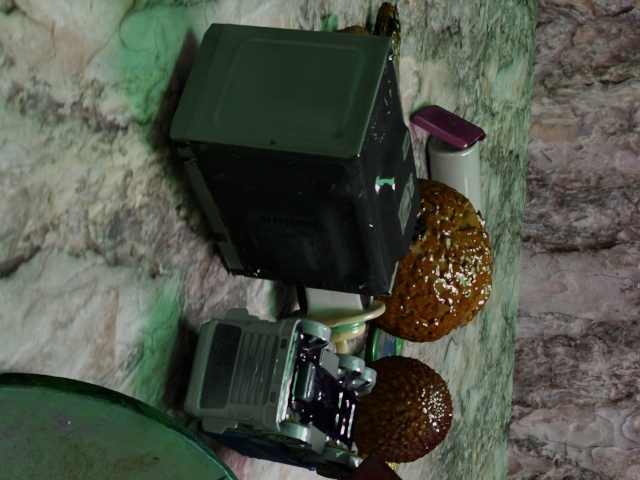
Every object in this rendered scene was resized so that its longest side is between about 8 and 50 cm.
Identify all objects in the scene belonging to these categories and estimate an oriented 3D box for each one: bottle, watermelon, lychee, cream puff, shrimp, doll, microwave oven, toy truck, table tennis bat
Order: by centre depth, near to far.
[{"bbox_3d":[-0.186,0.256,1.054,0.222,0.319,0.292,-154,-107,-73],"label":"watermelon"},{"bbox_3d":[-0.020,-0.077,1.309,0.295,0.237,0.181,73,29,-57],"label":"microwave oven"},{"bbox_3d":[-0.040,0.198,1.407,0.367,0.175,0.146,55,42,-63],"label":"toy truck"},{"bbox_3d":[0.000,0.007,1.575,0.271,0.144,0.208,76,6,-52],"label":"doll"},{"bbox_3d":[0.104,-0.257,1.903,0.145,0.061,0.267,-33,124,-78],"label":"shrimp"},{"bbox_3d":[0.136,0.281,1.950,0.194,0.194,0.194,5,90,-72],"label":"lychee"},{"bbox_3d":[0.196,0.035,2.004,0.303,0.212,0.303,0,90,-71],"label":"cream puff"},{"bbox_3d":[0.134,0.187,2.147,0.257,0.039,0.160,-35,126,-64],"label":"table tennis bat"},{"bbox_3d":[0.282,-0.107,2.401,0.104,0.104,0.245,-64,152,-47],"label":"bottle"}]

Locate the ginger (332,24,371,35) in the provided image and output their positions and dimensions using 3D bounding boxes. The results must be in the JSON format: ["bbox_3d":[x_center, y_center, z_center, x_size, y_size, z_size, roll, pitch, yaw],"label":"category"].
[{"bbox_3d":[0.043,-0.236,1.697,0.103,0.073,0.162,-17,111,-69],"label":"ginger"}]

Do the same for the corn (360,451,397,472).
[{"bbox_3d":[0.102,0.397,2.049,0.072,0.072,0.203,36,62,-69],"label":"corn"}]

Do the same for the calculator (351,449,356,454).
[{"bbox_3d":[0.045,0.445,1.970,0.057,0.018,0.172,-23,117,-71],"label":"calculator"}]

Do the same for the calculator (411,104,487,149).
[{"bbox_3d":[0.254,-0.224,2.254,0.034,0.127,0.190,-63,169,20],"label":"calculator"}]

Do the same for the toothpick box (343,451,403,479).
[{"bbox_3d":[0.012,0.431,1.336,0.333,0.204,0.204,-44,152,-6],"label":"toothpick box"}]
